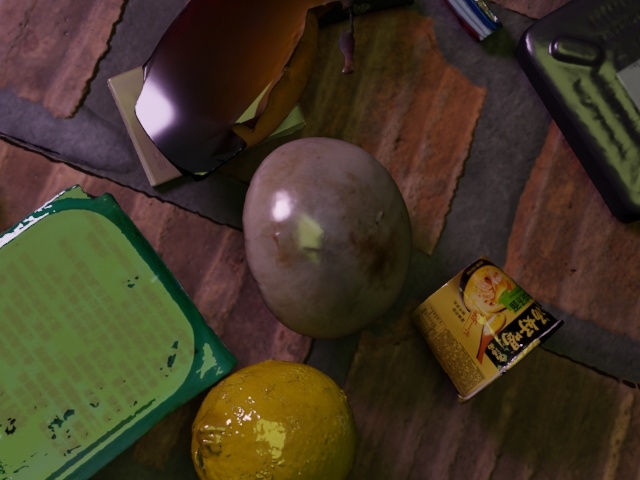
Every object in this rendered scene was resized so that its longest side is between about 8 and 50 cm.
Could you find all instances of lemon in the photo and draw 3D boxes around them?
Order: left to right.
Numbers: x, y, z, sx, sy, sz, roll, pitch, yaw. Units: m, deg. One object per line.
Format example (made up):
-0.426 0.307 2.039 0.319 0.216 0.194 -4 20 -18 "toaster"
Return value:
-0.052 0.214 1.274 0.206 0.173 0.174 7 80 -42 "lemon"

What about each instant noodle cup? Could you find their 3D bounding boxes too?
0.183 0.097 1.363 0.151 0.151 0.122 -37 79 -13 "instant noodle cup"

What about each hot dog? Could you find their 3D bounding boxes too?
-0.070 -0.202 1.345 0.326 0.107 0.194 -41 78 -13 "hot dog"

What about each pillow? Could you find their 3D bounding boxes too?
0.034 -0.308 1.430 0.150 0.048 0.090 -18 77 -9 "pillow"

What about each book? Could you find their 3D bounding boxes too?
-0.132 -0.161 1.395 0.198 0.016 0.139 -23 87 -13 "book"

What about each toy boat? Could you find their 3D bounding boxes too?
0.141 -0.341 1.449 0.046 0.080 0.229 -37 91 22 "toy boat"

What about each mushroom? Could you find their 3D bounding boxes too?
0.000 0.000 1.322 0.226 0.178 0.227 26 54 -43 "mushroom"

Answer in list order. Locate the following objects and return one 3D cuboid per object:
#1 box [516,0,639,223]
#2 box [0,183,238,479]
0.422 -0.203 1.475 0.290 0.073 0.289 -31 89 -13 "box"
-0.300 0.132 1.279 0.336 0.106 0.264 -37 90 -12 "box"
